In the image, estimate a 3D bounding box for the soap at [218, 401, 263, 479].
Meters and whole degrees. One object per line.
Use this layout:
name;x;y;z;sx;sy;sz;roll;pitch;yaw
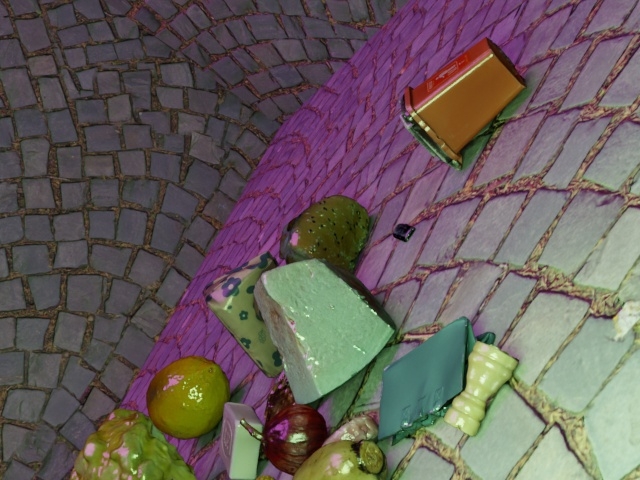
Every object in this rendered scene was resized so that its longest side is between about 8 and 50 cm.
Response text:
soap;-0.167;0.419;2.002;0.183;0.064;0.121;-164;81;-76

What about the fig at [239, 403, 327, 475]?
fig;-0.050;0.344;1.687;0.128;0.150;0.128;-35;24;19

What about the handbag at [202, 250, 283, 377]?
handbag;-0.128;0.161;2.192;0.193;0.251;0.190;-39;13;-2

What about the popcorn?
popcorn;-0.419;0.551;2.061;0.292;0.293;0.334;-39;34;-17

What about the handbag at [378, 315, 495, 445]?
handbag;0.166;0.218;1.446;0.221;0.057;0.144;-40;24;47

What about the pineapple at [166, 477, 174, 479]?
pineapple;-0.274;0.586;1.518;0.352;0.353;0.300;-81;13;-61

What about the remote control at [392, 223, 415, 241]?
remote control;0.178;-0.019;2.049;0.039;0.014;0.096;-55;14;-1

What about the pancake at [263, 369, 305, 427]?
pancake;-0.037;0.292;1.961;0.257;0.056;0.212;-43;24;17

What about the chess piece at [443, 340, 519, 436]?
chess piece;0.216;0.204;1.296;0.122;0.066;0.066;-62;14;-8

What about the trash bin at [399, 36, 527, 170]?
trash bin;0.302;-0.285;1.969;0.239;0.184;0.161;-38;19;20

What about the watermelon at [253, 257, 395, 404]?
watermelon;-0.017;0.134;1.794;0.228;0.258;0.387;-38;25;10

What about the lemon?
lemon;-0.336;0.399;2.411;0.260;0.204;0.204;-47;16;30

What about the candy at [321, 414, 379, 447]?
candy;0.049;0.321;1.521;0.103;0.043;0.103;-29;-21;-13

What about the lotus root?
lotus root;0.019;0.374;1.432;0.221;0.125;0.118;-52;28;35

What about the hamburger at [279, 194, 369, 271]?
hamburger;0.000;0.000;2.277;0.168;0.192;0.288;-26;31;45

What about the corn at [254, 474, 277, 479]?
corn;-0.093;0.481;1.674;0.068;0.068;0.207;-53;12;9
